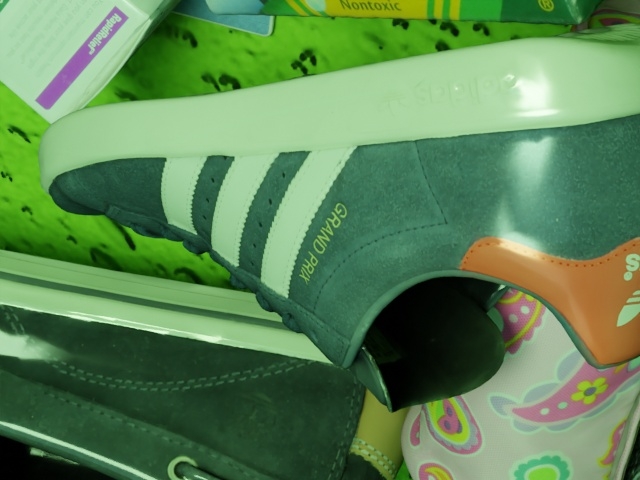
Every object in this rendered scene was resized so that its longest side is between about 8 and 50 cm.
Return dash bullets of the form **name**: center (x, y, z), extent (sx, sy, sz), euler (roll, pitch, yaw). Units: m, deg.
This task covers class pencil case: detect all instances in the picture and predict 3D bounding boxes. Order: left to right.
- **pencil case**: center (0.131, 0.019, 0.773), extent (0.124, 0.124, 0.284), euler (23, 125, 4)

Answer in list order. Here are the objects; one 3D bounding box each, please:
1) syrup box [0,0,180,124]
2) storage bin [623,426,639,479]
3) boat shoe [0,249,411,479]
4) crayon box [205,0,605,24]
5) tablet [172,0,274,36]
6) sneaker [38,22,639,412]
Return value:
- **syrup box**: center (-0.171, -0.176, 0.769), extent (0.237, 0.093, 0.096), euler (43, 130, -10)
- **storage bin**: center (0.209, 0.170, 0.890), extent (0.122, 0.084, 0.180), euler (23, 131, 4)
- **boat shoe**: center (-0.198, 0.100, 0.889), extent (0.500, 0.156, 0.187), euler (8, 157, 4)
- **crayon box**: center (-0.003, -0.244, 0.628), extent (0.203, 0.083, 0.323), euler (8, 129, 41)
- **tablet**: center (-0.061, -0.136, 0.818), extent (0.083, 0.006, 0.054), euler (15, 129, 9)
- **sneaker**: center (0.000, 0.000, 0.713), extent (0.350, 0.131, 0.148), euler (-2, 98, 47)
